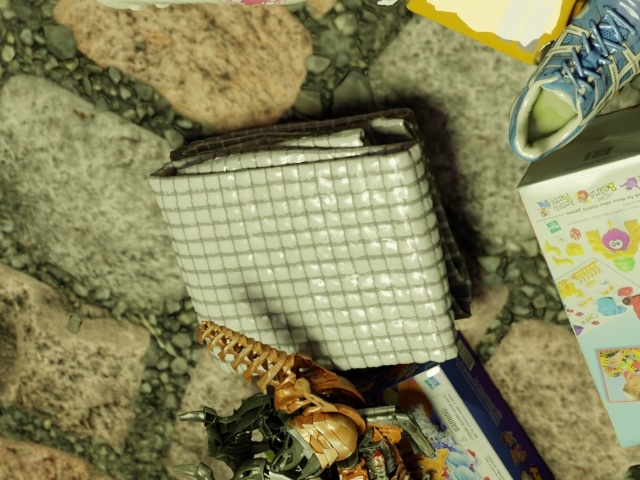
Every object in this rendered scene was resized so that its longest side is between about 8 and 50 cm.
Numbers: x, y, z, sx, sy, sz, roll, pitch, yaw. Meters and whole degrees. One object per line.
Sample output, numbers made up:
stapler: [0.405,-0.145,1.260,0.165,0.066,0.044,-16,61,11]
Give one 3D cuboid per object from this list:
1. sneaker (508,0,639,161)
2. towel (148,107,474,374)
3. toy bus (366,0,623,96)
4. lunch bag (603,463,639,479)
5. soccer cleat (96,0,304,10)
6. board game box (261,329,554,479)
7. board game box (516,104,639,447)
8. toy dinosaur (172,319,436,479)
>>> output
sneaker: [0.231,-0.147,1.691,0.080,0.081,0.211,33,115,1]
towel: [0.000,0.000,1.958,0.283,0.121,0.235,-7,111,25]
toy bus: [0.141,-0.253,1.783,0.332,0.108,0.130,25,119,7]
lunch bag: [0.410,0.337,1.881,0.305,0.212,0.256,9,135,21]
soccer cleat: [-0.145,-0.272,1.893,0.331,0.116,0.143,17,143,9]
board game box: [0.130,0.292,2.076,0.233,0.078,0.347,-27,104,29]
board game box: [0.308,0.028,1.840,0.144,0.142,0.275,-15,109,26]
toy dinosaur: [-0.017,0.191,1.954,0.218,0.164,0.322,-27,101,21]
